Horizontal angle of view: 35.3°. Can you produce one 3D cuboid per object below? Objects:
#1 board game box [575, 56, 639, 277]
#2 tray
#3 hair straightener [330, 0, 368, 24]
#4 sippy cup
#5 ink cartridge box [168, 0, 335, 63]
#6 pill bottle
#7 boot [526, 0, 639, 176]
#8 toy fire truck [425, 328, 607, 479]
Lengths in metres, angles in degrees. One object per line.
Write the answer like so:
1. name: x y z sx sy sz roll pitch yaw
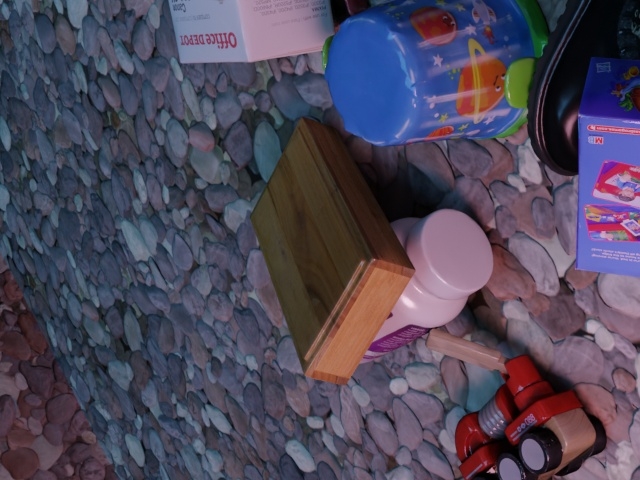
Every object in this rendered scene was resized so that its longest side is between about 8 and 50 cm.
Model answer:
1. board game box: 0.418 -0.046 0.930 0.347 0.078 0.233 8 145 18
2. tray: 0.000 0.000 1.492 0.202 0.076 0.411 -61 29 24
3. hair straightener: -0.001 -0.432 1.504 0.089 0.047 0.230 -14 99 52
4. sippy cup: 0.137 -0.223 1.292 0.305 0.224 0.240 -35 78 52
5. ink cartridge box: -0.133 -0.467 1.523 0.279 0.160 0.384 17 121 59
6. pill bottle: 0.116 0.066 1.500 0.301 0.169 0.169 -35 79 51
7. boot: 0.352 -0.173 1.046 0.260 0.131 0.348 -119 34 -51
8. toy fire truck: 0.250 0.245 1.453 0.246 0.159 0.217 63 144 26
